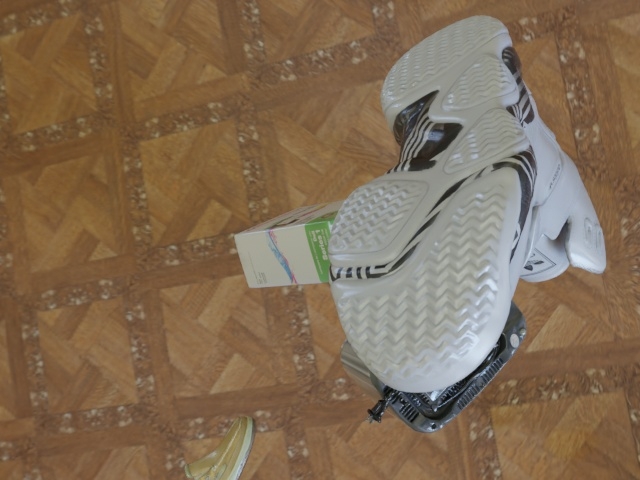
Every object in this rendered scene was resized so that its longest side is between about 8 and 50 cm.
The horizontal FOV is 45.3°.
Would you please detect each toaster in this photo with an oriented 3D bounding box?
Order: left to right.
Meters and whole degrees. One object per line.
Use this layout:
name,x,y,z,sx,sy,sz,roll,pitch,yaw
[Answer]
toaster,0.119,0.127,0.906,0.227,0.146,0.129,-45,103,-13

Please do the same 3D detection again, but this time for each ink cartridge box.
ink cartridge box,0.000,0.000,1.479,0.278,0.201,0.117,-7,103,47

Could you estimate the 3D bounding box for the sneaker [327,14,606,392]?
sneaker,0.129,-0.003,0.569,0.137,0.366,0.210,-22,122,29

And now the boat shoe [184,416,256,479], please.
boat shoe,-0.153,0.323,1.056,0.072,0.068,0.190,25,89,-6
